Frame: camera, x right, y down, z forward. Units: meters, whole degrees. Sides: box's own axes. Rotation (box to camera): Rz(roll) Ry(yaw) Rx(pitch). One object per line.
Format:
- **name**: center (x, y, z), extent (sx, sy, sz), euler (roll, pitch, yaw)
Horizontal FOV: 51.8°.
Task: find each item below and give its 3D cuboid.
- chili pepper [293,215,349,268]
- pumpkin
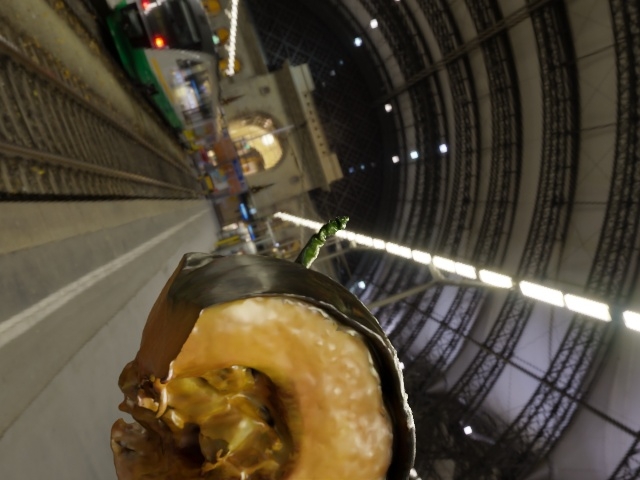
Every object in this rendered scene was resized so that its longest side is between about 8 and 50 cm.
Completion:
- **chili pepper**: center (0.000, 0.000, 0.747), extent (0.022, 0.083, 0.027), euler (45, -14, -14)
- **pumpkin**: center (-0.060, 0.166, 0.611), extent (0.225, 0.256, 0.303), euler (29, -81, 62)
